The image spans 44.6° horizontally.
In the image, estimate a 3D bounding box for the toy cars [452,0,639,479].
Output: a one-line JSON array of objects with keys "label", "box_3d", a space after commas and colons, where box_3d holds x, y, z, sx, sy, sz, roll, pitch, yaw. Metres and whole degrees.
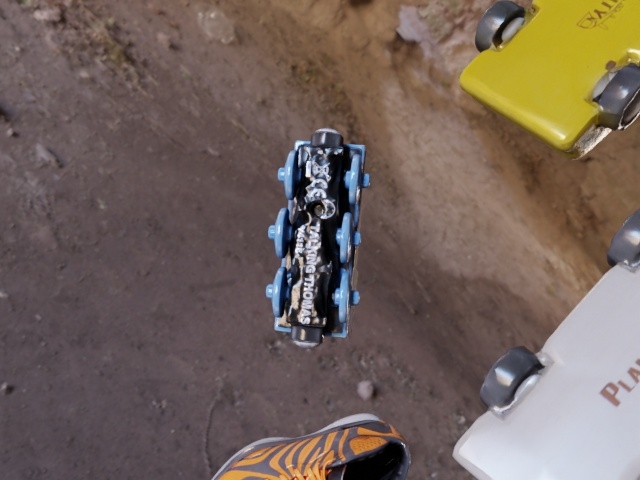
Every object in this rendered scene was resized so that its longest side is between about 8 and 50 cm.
[{"label": "toy cars", "box_3d": [0.167, -0.027, 0.423, 0.087, 0.176, 0.394, 54, 38, -59]}]

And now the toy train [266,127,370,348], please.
[{"label": "toy train", "box_3d": [0.000, 0.000, 0.670, 0.105, 0.080, 0.184, 50, 45, -81]}]

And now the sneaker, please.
[{"label": "sneaker", "box_3d": [-0.019, 0.345, 1.120, 0.125, 0.321, 0.180, 67, -12, -4]}]
